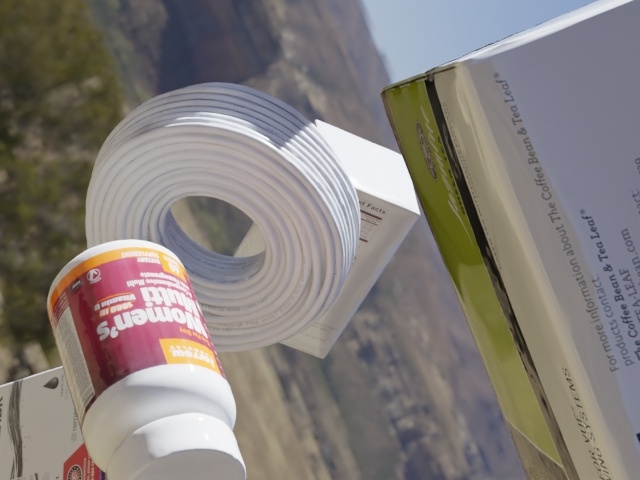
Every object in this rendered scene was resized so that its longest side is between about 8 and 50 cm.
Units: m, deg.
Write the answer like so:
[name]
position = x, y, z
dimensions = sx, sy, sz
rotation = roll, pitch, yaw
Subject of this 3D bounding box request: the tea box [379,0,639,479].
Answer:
[tea box]
position = 0.203, 0.022, 0.884
dimensions = 0.323, 0.220, 0.329
rotation = -149, -143, -83

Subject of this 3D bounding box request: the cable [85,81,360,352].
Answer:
[cable]
position = -0.095, -0.016, 1.447
dimensions = 0.089, 0.257, 0.257
rotation = -68, 142, -54

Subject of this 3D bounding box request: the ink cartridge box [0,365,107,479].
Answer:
[ink cartridge box]
position = -0.332, 0.274, 1.978
dimensions = 0.114, 0.273, 0.197
rotation = 25, 56, -46

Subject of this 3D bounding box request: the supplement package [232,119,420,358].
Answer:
[supplement package]
position = 0.000, 0.000, 1.942
dimensions = 0.134, 0.244, 0.139
rotation = 22, 31, -19

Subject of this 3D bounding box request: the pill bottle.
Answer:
[pill bottle]
position = -0.137, 0.113, 1.239
dimensions = 0.121, 0.121, 0.221
rotation = 66, -1, -48
